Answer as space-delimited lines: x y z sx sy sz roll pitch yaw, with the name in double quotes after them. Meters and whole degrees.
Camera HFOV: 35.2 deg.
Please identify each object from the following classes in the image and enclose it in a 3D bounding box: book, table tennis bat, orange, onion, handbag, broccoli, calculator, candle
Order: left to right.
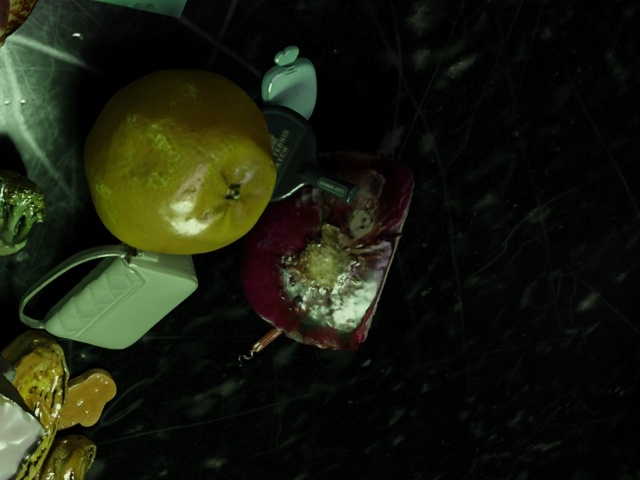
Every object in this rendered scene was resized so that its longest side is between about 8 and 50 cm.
-0.439 -0.040 1.384 0.131 0.120 0.130 -15 161 18 "broccoli"
-0.334 0.077 1.547 0.219 0.079 0.256 16 137 -42 "handbag"
-0.231 -0.357 1.346 0.135 0.017 0.103 3 125 -39 "book"
-0.193 -0.106 1.430 0.279 0.235 0.279 -29 142 -25 "orange"
-0.094 0.179 1.918 0.167 0.021 0.026 -39 160 -5 "candle"
-0.048 -0.237 1.590 0.095 0.021 0.153 -24 140 -20 "calculator"
-0.044 -0.118 1.544 0.150 0.236 0.027 -63 156 4 "table tennis bat"
0.000 0.000 1.660 0.282 0.260 0.336 -52 160 -69 "onion"

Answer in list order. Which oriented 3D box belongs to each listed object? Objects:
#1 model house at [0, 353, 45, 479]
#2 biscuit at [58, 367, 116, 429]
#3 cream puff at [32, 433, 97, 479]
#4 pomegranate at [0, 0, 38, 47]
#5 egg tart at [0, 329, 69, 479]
-0.652 0.209 1.231 0.445 0.400 0.395 40 85 -33 "model house"
-0.419 0.282 1.752 0.140 0.023 0.118 -30 138 -15 "biscuit"
-0.453 0.398 1.762 0.104 0.119 0.133 16 147 -5 "cream puff"
-0.396 -0.288 1.104 0.214 0.248 0.214 -26 143 -22 "pomegranate"
-0.499 0.280 1.577 0.297 0.132 0.297 11 90 -81 "egg tart"
